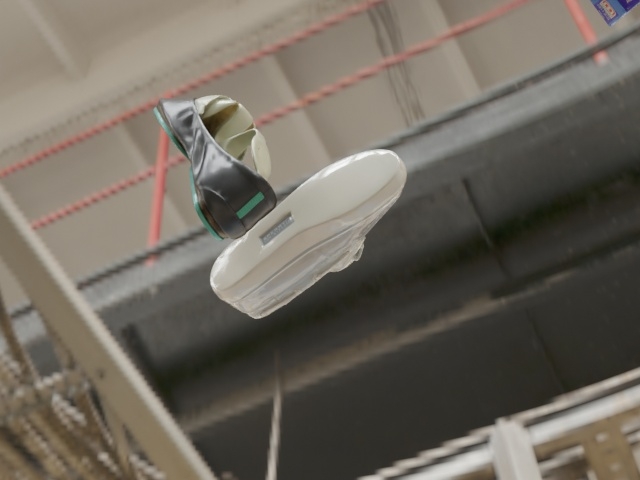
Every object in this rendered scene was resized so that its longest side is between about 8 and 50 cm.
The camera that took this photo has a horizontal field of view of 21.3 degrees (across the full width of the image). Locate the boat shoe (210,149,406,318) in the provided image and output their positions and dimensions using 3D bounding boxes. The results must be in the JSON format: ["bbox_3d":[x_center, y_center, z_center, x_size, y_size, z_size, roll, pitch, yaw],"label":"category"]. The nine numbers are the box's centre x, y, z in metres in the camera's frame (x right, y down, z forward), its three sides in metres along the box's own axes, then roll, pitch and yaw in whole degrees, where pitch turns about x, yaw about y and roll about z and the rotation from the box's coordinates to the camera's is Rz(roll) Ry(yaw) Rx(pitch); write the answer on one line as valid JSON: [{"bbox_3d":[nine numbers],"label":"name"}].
[{"bbox_3d":[0.000,0.000,1.344,0.184,0.066,0.063,-39,-51,10],"label":"boat shoe"}]

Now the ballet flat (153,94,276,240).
[{"bbox_3d":[-0.077,-0.069,1.331,0.074,0.203,0.074,-8,-59,-13],"label":"ballet flat"}]

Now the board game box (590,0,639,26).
[{"bbox_3d":[0.190,-0.274,1.126,0.160,0.047,0.210,-39,-91,-8],"label":"board game box"}]
